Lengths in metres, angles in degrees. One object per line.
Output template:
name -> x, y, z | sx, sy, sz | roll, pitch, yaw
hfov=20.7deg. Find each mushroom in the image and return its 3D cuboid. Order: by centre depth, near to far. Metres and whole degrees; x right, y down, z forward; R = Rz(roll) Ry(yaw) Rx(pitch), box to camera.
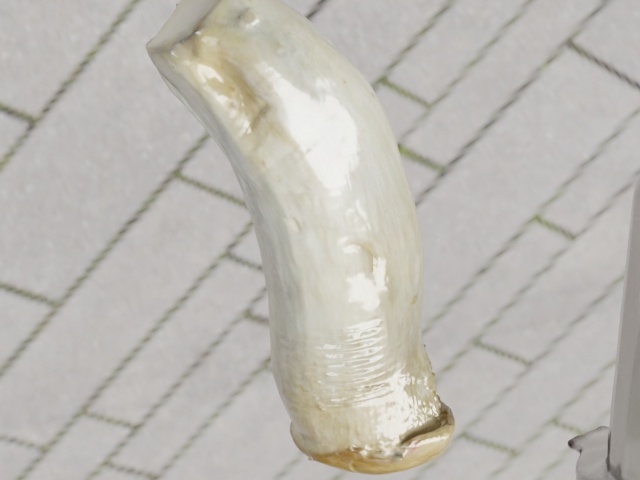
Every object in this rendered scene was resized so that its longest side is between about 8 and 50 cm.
mushroom -> 0.000, 0.000, 1.056 | 0.123, 0.095, 0.351 | -17, 121, 4

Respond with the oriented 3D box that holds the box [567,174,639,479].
box -> 0.302, 0.058, 1.061 | 0.291, 0.262, 0.206 | -1, 105, 3
